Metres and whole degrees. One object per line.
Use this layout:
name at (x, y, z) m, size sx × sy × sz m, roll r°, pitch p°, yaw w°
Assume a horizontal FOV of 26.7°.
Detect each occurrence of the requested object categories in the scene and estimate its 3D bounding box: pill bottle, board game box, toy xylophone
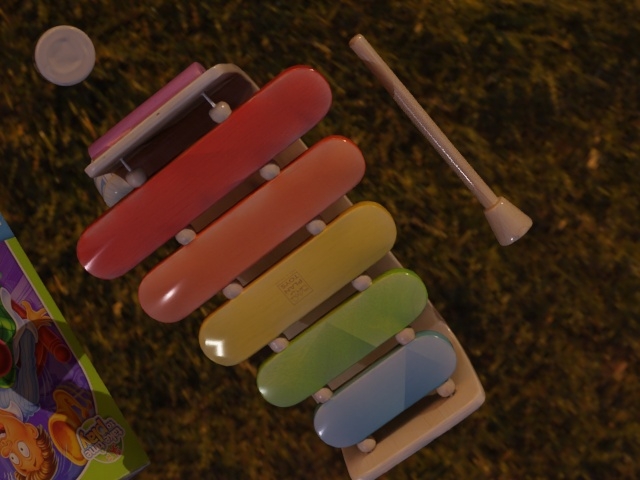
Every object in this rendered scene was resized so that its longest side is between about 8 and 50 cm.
pill bottle at (-0.293, -0.210, 1.527) m, size 0.067 × 0.120 × 0.067 m, roll -2°, pitch 99°, yaw -14°
board game box at (-0.309, 0.129, 0.902) m, size 0.078 × 0.233 × 0.347 m, roll -39°, pitch 170°, yaw 38°
toy xylophone at (0.000, 0.000, 0.929) m, size 0.322 × 0.081 × 0.236 m, roll 42°, pitch 102°, yaw -15°

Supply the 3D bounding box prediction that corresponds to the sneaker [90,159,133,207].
sneaker at (-0.135, -0.048, 1.380) m, size 0.085 × 0.086 × 0.237 m, roll -36°, pitch 143°, yaw 24°
